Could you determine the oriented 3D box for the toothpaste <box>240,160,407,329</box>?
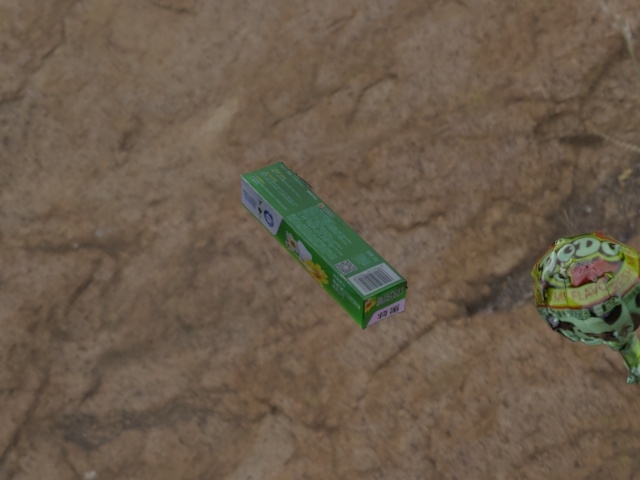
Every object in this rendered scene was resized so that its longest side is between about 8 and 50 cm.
[{"bbox_3d":[0.000,0.000,0.881,0.043,0.037,0.178,-25,49,-25],"label":"toothpaste"}]

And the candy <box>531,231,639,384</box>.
[{"bbox_3d":[0.266,0.109,0.940,0.091,0.305,0.083,-15,39,26],"label":"candy"}]
